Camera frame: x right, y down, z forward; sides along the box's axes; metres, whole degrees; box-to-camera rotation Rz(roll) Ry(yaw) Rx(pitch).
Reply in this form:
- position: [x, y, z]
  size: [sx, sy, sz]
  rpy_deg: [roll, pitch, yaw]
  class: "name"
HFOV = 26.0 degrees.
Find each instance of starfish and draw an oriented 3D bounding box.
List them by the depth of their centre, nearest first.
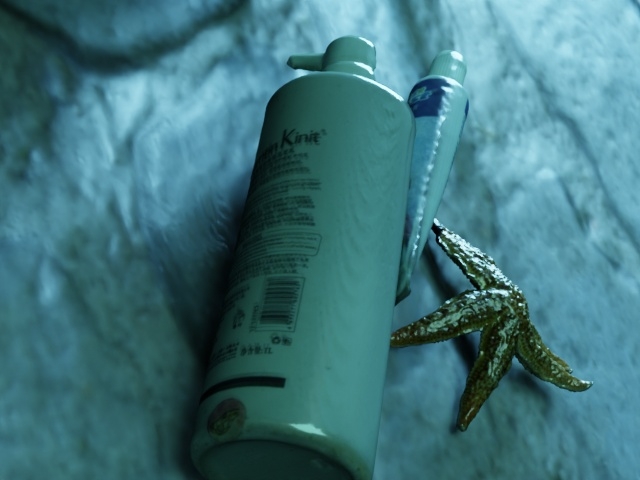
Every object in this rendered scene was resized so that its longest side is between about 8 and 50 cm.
- position: [0.089, 0.036, 0.775]
  size: [0.133, 0.041, 0.130]
  rpy_deg: [-6, 69, -39]
  class: "starfish"

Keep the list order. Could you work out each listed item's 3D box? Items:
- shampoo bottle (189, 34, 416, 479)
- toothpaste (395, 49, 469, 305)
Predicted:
- position: [0.000, 0.000, 0.696]
  size: [0.085, 0.085, 0.262]
  rpy_deg: [27, 52, -23]
  class: "shampoo bottle"
- position: [0.055, -0.035, 0.782]
  size: [0.037, 0.062, 0.216]
  rpy_deg: [26, 48, -8]
  class: "toothpaste"
